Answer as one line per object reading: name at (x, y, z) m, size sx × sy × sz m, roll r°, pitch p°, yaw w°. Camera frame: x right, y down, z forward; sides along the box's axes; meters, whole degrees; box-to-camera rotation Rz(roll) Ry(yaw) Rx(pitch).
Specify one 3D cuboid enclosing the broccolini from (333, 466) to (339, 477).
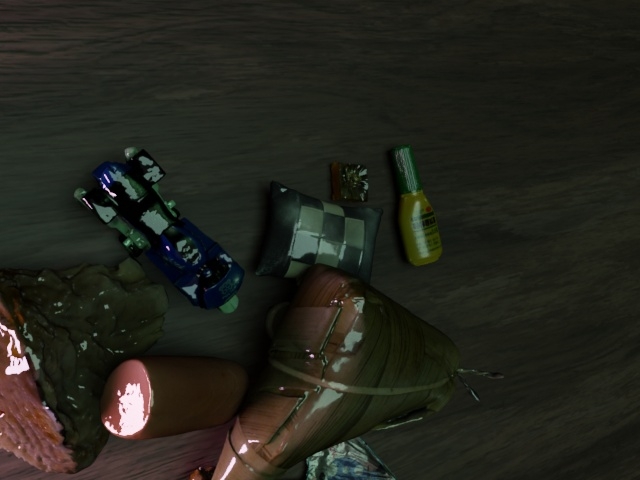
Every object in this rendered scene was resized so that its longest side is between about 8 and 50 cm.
broccolini at (0.041, 0.560, 1.182) m, size 0.052 × 0.054 × 0.194 m, roll -16°, pitch 95°, yaw -9°

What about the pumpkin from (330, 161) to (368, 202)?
pumpkin at (0.062, -0.120, 1.193) m, size 0.074 × 0.054 × 0.083 m, roll 0°, pitch 85°, yaw -33°

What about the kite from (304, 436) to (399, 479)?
kite at (0.007, 0.497, 1.149) m, size 0.368 × 0.014 × 0.406 m, roll 8°, pitch 79°, yaw -21°

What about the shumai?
shumai at (-0.400, 0.160, 0.908) m, size 0.283 × 0.217 × 0.346 m, roll -57°, pitch 132°, yaw -52°

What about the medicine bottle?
medicine bottle at (0.202, -0.078, 1.262) m, size 0.095 × 0.064 × 0.260 m, roll -17°, pitch 97°, yaw -27°

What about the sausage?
sausage at (-0.217, 0.247, 0.932) m, size 0.304 × 0.121 × 0.121 m, roll 31°, pitch 70°, yaw -67°

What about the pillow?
pillow at (0.000, 0.000, 1.128) m, size 0.250 × 0.106 × 0.186 m, roll 14°, pitch 83°, yaw -23°

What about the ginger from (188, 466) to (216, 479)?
ginger at (-0.180, 0.473, 1.031) m, size 0.073 × 0.103 × 0.162 m, roll -14°, pitch 86°, yaw 7°

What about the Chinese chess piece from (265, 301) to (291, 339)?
Chinese chess piece at (-0.068, 0.161, 1.130) m, size 0.084 × 0.034 × 0.084 m, roll -1°, pitch 92°, yaw -30°

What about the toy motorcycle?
toy motorcycle at (-0.240, 0.005, 0.946) m, size 0.125 × 0.196 × 0.331 m, roll -46°, pitch 111°, yaw -21°

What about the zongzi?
zongzi at (0.059, 0.337, 1.112) m, size 0.500 × 0.218 × 0.467 m, roll 33°, pitch 87°, yaw -38°
